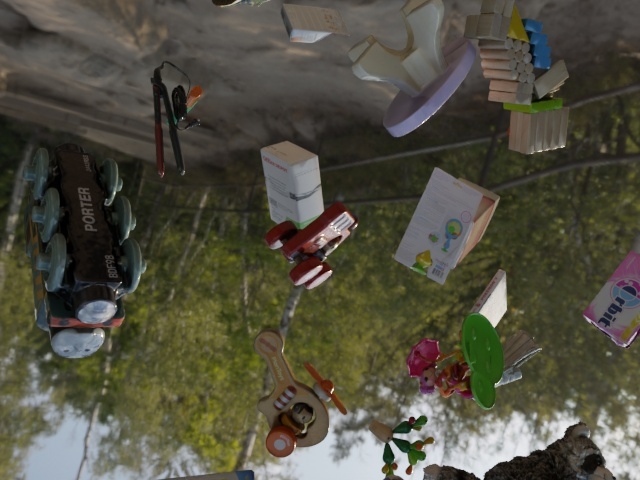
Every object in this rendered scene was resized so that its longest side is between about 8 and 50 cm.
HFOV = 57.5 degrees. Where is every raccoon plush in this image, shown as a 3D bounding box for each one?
[{"bbox_3d":[0.528,0.581,1.540,0.447,0.216,0.299,20,-138,20],"label":"raccoon plush"}]

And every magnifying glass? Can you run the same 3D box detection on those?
[{"bbox_3d":[-0.309,-0.313,1.346,0.026,0.092,0.231,45,162,-17],"label":"magnifying glass"}]

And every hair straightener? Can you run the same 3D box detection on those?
[{"bbox_3d":[-0.286,-0.242,1.156,0.089,0.230,0.047,-5,178,-22],"label":"hair straightener"}]

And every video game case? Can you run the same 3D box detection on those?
[{"bbox_3d":[0.450,0.200,1.583,0.023,0.183,0.201,27,156,33],"label":"video game case"}]

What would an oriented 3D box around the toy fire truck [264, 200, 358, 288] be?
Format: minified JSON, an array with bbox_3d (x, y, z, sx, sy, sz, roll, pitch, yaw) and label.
[{"bbox_3d":[0.000,0.000,1.723,0.169,0.254,0.302,55,-174,15],"label":"toy fire truck"}]

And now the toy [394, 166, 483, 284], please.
[{"bbox_3d":[0.267,-0.032,1.355,0.137,0.237,0.056,28,168,-13],"label":"toy"}]

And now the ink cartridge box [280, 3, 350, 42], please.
[{"bbox_3d":[-0.018,-0.638,1.723,0.179,0.045,0.145,0,-130,-22],"label":"ink cartridge box"}]

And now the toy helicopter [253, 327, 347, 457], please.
[{"bbox_3d":[-0.074,0.403,1.613,0.235,0.355,0.140,-20,-174,10],"label":"toy helicopter"}]

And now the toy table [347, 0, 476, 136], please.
[{"bbox_3d":[0.178,-0.355,1.143,0.161,0.274,0.252,46,141,-21],"label":"toy table"}]

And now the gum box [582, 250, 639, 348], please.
[{"bbox_3d":[0.671,0.131,1.271,0.107,0.188,0.062,38,-178,35],"label":"gum box"}]

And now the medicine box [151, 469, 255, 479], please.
[{"bbox_3d":[-0.310,0.777,1.546,0.290,0.149,0.263,-3,-138,-9],"label":"medicine box"}]

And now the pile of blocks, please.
[{"bbox_3d":[0.399,-0.343,1.190,0.362,0.149,0.113,61,168,-28],"label":"pile of blocks"}]

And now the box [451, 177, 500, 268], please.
[{"bbox_3d":[0.357,-0.050,1.530,0.127,0.148,0.232,29,-147,21],"label":"box"}]

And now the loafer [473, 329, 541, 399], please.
[{"bbox_3d":[0.650,0.449,2.043,0.111,0.319,0.112,39,161,26],"label":"loafer"}]

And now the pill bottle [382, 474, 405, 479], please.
[{"bbox_3d":[0.191,0.613,1.374,0.078,0.078,0.137,14,175,-12],"label":"pill bottle"}]

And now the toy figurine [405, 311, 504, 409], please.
[{"bbox_3d":[0.228,0.230,1.054,0.130,0.173,0.159,34,138,-32],"label":"toy figurine"}]

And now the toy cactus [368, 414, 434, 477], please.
[{"bbox_3d":[0.218,0.587,1.682,0.181,0.218,0.112,29,-170,21],"label":"toy cactus"}]

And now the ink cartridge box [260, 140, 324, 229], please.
[{"bbox_3d":[-0.093,-0.176,1.972,0.115,0.272,0.198,-24,-145,-27],"label":"ink cartridge box"}]

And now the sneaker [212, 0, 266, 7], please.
[{"bbox_3d":[-0.198,-0.660,1.583,0.192,0.064,0.086,-3,172,34],"label":"sneaker"}]

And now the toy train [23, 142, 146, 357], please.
[{"bbox_3d":[-0.360,0.007,0.857,0.142,0.190,0.334,4,-136,-36],"label":"toy train"}]
